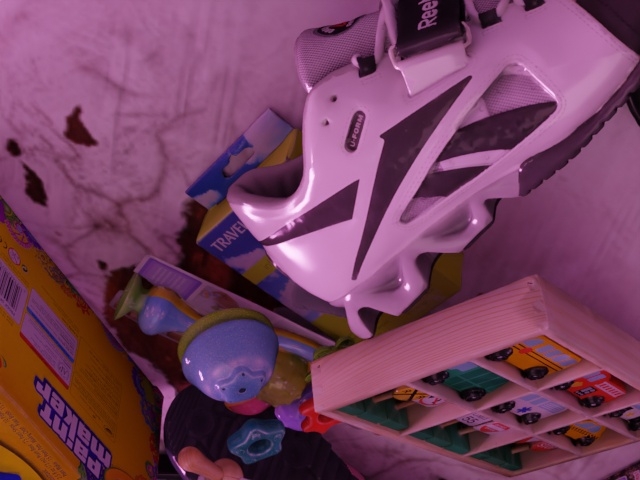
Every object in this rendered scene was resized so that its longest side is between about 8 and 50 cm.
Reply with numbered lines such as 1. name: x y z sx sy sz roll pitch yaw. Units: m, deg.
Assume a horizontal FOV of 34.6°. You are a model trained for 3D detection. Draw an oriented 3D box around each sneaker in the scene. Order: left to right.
1. sneaker: -0.009 0.238 0.889 0.319 0.112 0.131 36 154 -7
2. sneaker: 0.066 -0.091 0.562 0.146 0.122 0.330 37 117 -10

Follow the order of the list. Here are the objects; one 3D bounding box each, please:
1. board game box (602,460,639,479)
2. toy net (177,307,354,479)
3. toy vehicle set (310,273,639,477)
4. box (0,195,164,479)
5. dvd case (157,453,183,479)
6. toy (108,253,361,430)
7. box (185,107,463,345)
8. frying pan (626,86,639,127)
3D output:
1. board game box: 0.285 0.335 0.880 0.232 0.141 0.291 35 128 -18
2. toy net: -0.050 0.143 0.746 0.122 0.045 0.232 -3 132 -23
3. toy vehicle set: 0.139 0.106 0.711 0.166 0.035 0.267 -25 147 30
4. box: -0.314 0.132 0.764 0.279 0.177 0.290 -25 121 11
5. dvd case: -0.193 0.294 1.014 0.179 0.030 0.239 0 131 6
6. toy: -0.050 0.100 0.784 0.237 0.056 0.137 31 152 -11
7. box: 0.000 0.000 0.718 0.178 0.042 0.109 36 128 -19
8. frying pan: 0.297 -0.141 0.533 0.197 0.053 0.326 24 134 -11
